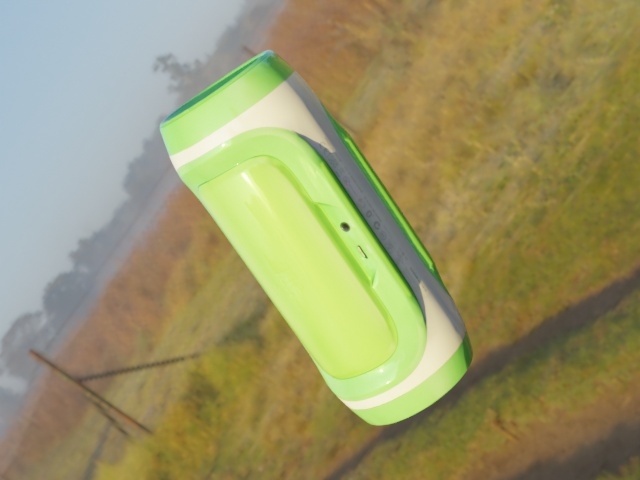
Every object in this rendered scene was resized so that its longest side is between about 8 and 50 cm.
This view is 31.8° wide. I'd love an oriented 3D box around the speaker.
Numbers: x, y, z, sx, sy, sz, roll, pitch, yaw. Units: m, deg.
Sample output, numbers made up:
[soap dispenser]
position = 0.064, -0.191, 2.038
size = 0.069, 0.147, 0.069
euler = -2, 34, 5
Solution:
[speaker]
position = 0.000, 0.000, 0.901
size = 0.131, 0.296, 0.131
euler = -32, 13, 8
